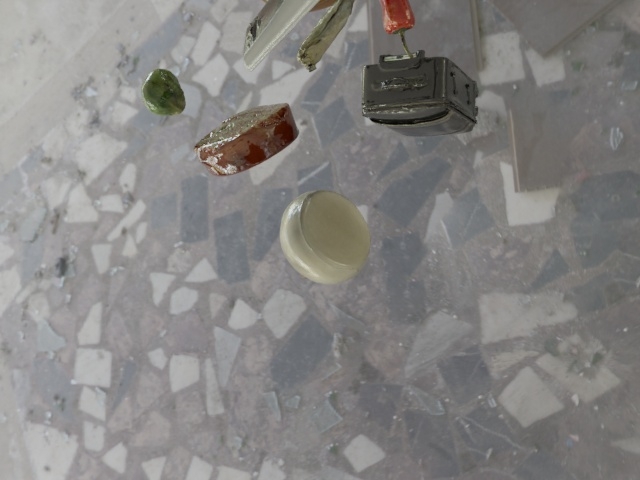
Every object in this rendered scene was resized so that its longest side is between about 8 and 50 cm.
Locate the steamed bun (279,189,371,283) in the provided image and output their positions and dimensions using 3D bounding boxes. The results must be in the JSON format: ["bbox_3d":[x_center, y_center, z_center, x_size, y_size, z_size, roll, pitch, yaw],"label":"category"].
[{"bbox_3d":[0.000,0.000,1.315,0.145,0.232,0.232,-35,62,47],"label":"steamed bun"}]

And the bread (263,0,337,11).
[{"bbox_3d":[-0.029,-0.895,1.693,0.424,0.329,0.245,-6,35,28],"label":"bread"}]

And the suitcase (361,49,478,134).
[{"bbox_3d":[0.300,-0.420,1.644,0.283,0.434,0.194,2,92,28],"label":"suitcase"}]

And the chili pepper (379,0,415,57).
[{"bbox_3d":[0.133,-0.492,1.090,0.063,0.071,0.272,-19,100,34],"label":"chili pepper"}]

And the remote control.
[{"bbox_3d":[-0.042,-0.413,0.901,0.313,0.055,0.109,-32,46,41],"label":"remote control"}]

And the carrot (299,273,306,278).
[{"bbox_3d":[0.021,0.022,1.541,0.048,0.048,0.216,39,84,28],"label":"carrot"}]

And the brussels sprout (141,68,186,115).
[{"bbox_3d":[-0.585,-0.541,2.042,0.144,0.180,0.161,-14,48,21],"label":"brussels sprout"}]

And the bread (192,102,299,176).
[{"bbox_3d":[-0.220,-0.316,1.686,0.295,0.327,0.114,-4,121,34],"label":"bread"}]

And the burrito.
[{"bbox_3d":[0.015,-0.398,1.031,0.171,0.051,0.042,-48,66,18],"label":"burrito"}]
